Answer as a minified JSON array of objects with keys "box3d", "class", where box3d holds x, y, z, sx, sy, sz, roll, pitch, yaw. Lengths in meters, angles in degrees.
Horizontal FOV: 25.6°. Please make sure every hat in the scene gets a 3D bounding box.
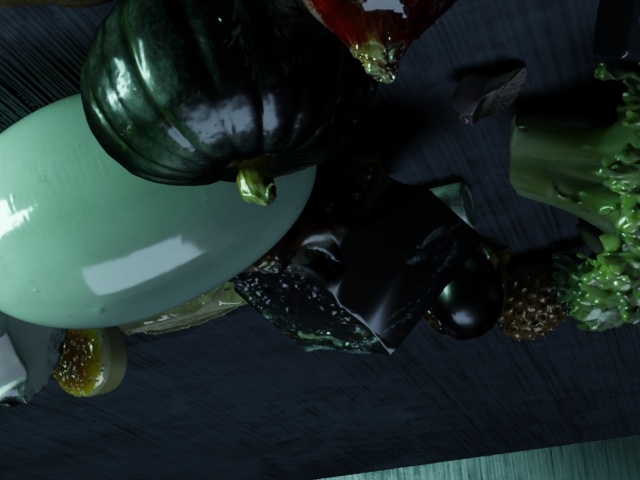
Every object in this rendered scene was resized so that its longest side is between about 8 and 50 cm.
[{"box3d":[0.168,-0.155,1.431,0.087,0.042,0.058,-39,161,-8],"class":"hat"}]

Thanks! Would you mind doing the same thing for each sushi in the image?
[{"box3d":[0.000,0.000,1.522,0.212,0.215,0.227,38,179,-26],"class":"sushi"}]

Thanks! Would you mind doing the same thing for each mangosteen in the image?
[{"box3d":[0.204,0.063,1.938,0.151,0.137,0.137,-36,168,-18],"class":"mangosteen"}]

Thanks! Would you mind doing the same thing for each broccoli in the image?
[{"box3d":[0.359,-0.044,1.466,0.338,0.277,0.317,23,167,-38],"class":"broccoli"}]

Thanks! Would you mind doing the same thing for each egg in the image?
[{"box3d":[-0.182,-0.039,1.371,0.371,0.230,0.230,-15,159,8],"class":"egg"}]

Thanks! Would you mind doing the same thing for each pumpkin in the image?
[{"box3d":[-0.070,-0.128,1.158,0.250,0.216,0.250,-10,165,-3],"class":"pumpkin"}]

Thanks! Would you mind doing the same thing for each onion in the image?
[{"box3d":[0.045,-0.206,1.018,0.159,0.195,0.159,5,163,2],"class":"onion"}]

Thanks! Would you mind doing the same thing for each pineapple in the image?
[{"box3d":[0.362,0.052,1.953,0.119,0.130,0.277,41,141,-23],"class":"pineapple"}]

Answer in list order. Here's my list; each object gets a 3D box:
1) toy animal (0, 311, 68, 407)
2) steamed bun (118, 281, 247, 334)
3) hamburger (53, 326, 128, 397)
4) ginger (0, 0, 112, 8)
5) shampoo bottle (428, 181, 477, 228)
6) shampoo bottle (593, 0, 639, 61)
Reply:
[{"box3d":[-0.469,0.080,1.646,0.310,0.251,0.251,3,162,13],"class":"toy animal"},{"box3d":[-0.172,0.052,1.804,0.231,0.110,0.212,-22,172,31],"class":"steamed bun"},{"box3d":[-0.347,0.168,2.065,0.081,0.126,0.141,1,-178,-41],"class":"hamburger"},{"box3d":[-0.251,-0.217,1.095,0.213,0.074,0.137,-4,161,13],"class":"ginger"},{"box3d":[0.088,-0.020,1.737,0.204,0.065,0.065,-13,159,20],"class":"shampoo bottle"},{"box3d":[0.396,-0.198,1.267,0.309,0.098,0.071,2,-169,-22],"class":"shampoo bottle"}]
